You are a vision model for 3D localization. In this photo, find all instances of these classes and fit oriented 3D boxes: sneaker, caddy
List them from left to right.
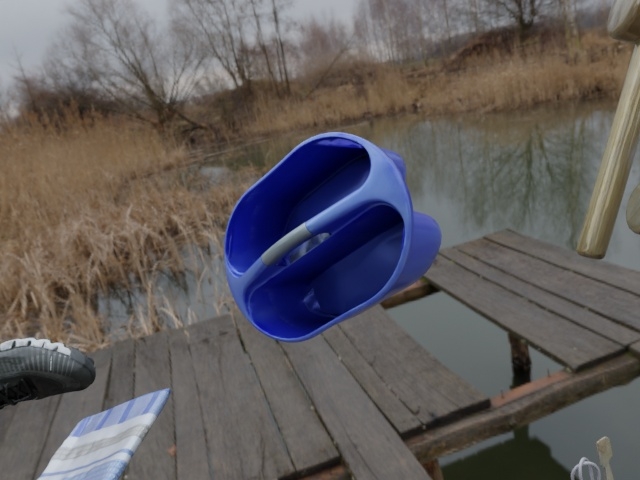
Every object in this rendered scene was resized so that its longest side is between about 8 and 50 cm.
[{"bbox_3d":[-0.373,0.163,0.569,0.234,0.078,0.106,5,38,-6],"label":"sneaker"},{"bbox_3d":[0.000,0.000,0.750,0.341,0.241,0.179,-36,-17,33],"label":"caddy"}]

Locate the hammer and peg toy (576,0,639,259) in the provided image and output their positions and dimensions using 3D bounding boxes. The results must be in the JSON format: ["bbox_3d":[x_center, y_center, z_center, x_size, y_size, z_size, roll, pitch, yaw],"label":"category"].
[{"bbox_3d":[0.274,-0.083,0.275,0.127,0.266,0.361,10,12,4],"label":"hammer and peg toy"}]

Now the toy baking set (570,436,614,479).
[{"bbox_3d":[0.488,0.495,0.935,0.256,0.197,0.030,-50,21,-12],"label":"toy baking set"}]

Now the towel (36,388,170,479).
[{"bbox_3d":[-0.362,0.345,0.778,0.209,0.034,0.285,-25,18,23],"label":"towel"}]
